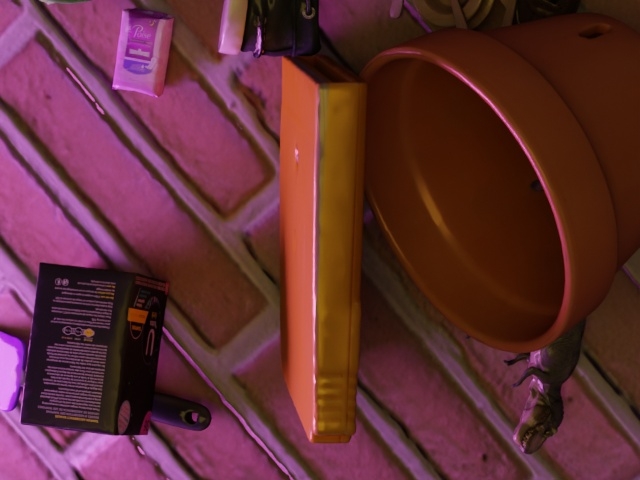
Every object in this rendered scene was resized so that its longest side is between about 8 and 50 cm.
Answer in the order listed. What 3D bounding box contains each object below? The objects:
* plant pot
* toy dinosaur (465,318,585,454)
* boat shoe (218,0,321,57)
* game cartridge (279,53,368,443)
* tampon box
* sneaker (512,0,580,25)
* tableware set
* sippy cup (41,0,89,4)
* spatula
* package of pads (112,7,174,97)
[{"bbox_3d":[0.192,-0.075,1.548,0.203,0.291,0.291,-29,94,-26],"label":"plant pot"},{"bbox_3d":[0.211,0.066,1.687,0.118,0.064,0.268,19,102,2],"label":"toy dinosaur"},{"bbox_3d":[-0.010,-0.332,1.628,0.113,0.127,0.340,12,92,-7],"label":"boat shoe"},{"bbox_3d":[0.000,0.000,1.608,0.052,0.285,0.324,-2,102,-7],"label":"game cartridge"},{"bbox_3d":[-0.223,0.110,1.741,0.101,0.120,0.161,6,86,12],"label":"tampon box"},{"bbox_3d":[0.219,-0.263,1.612,0.066,0.071,0.188,21,104,8],"label":"sneaker"},{"bbox_3d":[0.129,-0.288,1.628,0.128,0.039,0.194,17,104,25],"label":"tableware set"},{"bbox_3d":[-0.222,-0.377,1.619,0.305,0.240,0.224,-36,77,10],"label":"sippy cup"},{"bbox_3d":[-0.253,0.153,1.822,0.296,0.030,0.084,11,96,10],"label":"spatula"},{"bbox_3d":[-0.176,-0.187,1.738,0.050,0.032,0.083,12,103,8],"label":"package of pads"}]
